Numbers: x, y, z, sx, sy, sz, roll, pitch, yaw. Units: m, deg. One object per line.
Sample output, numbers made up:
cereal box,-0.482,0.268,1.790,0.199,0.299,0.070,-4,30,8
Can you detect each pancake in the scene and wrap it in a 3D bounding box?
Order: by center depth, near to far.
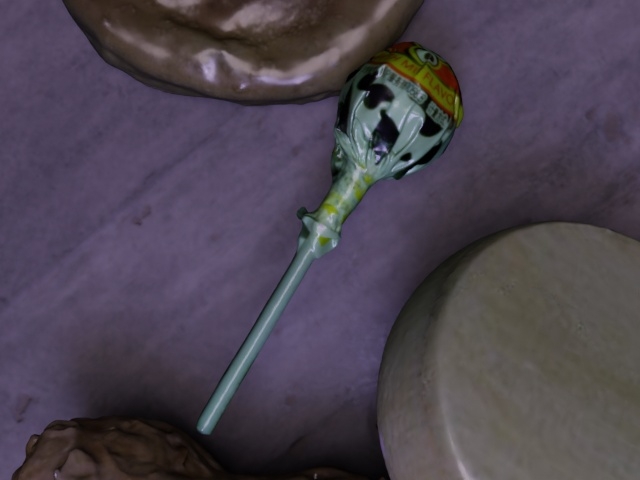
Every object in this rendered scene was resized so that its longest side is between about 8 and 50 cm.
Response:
pancake,-0.057,-0.229,0.649,0.294,0.049,0.295,0,95,5

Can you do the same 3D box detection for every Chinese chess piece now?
Chinese chess piece,0.158,0.110,0.574,0.250,0.101,0.250,8,62,-15

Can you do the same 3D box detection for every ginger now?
ginger,-0.062,0.237,0.626,0.375,0.176,0.256,-2,111,3

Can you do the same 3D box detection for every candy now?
candy,0.000,0.000,0.623,0.083,0.091,0.305,31,87,11
